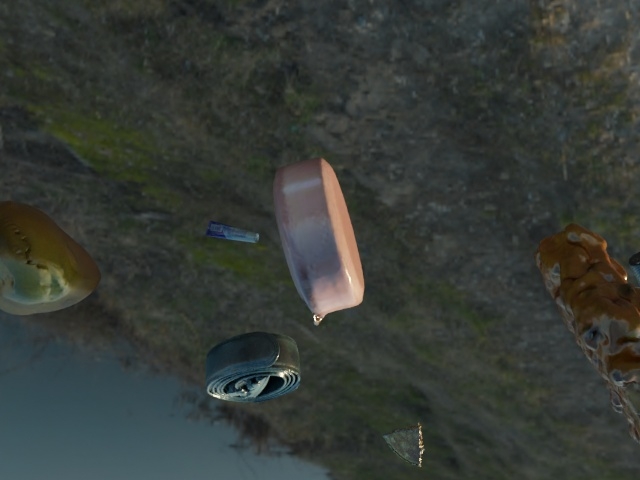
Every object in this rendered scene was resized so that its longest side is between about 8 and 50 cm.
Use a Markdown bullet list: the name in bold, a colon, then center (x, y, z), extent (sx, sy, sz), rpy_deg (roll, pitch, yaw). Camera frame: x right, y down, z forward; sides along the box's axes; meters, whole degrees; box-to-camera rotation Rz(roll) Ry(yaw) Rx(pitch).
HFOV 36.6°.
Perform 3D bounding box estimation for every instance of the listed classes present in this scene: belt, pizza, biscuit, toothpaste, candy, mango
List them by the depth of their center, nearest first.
- **biscuit**: center (0.407, 0.147, 1.273), extent (0.110, 0.312, 0.318), rpy_deg (-28, 116, 9)
- **mango**: center (-0.398, 0.027, 1.301), extent (0.236, 0.136, 0.166), rpy_deg (15, 146, 56)
- **toothpaste**: center (-0.129, -0.012, 1.406), extent (0.083, 0.024, 0.015), rpy_deg (10, 168, 22)
- **candy**: center (0.000, 0.000, 1.515), extent (0.094, 0.255, 0.255), rpy_deg (-15, 148, 6)
- **belt**: center (-0.148, 0.281, 2.185), extent (0.206, 0.116, 0.267), rpy_deg (9, 150, -27)
- **pizza**: center (0.202, 0.466, 2.191), extent (0.100, 0.099, 0.029), rpy_deg (-24, -178, 29)

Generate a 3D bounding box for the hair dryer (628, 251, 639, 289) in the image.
- **hair dryer**: center (0.673, 0.151, 1.937), extent (0.156, 0.320, 0.284), rpy_deg (-33, -173, -2)
